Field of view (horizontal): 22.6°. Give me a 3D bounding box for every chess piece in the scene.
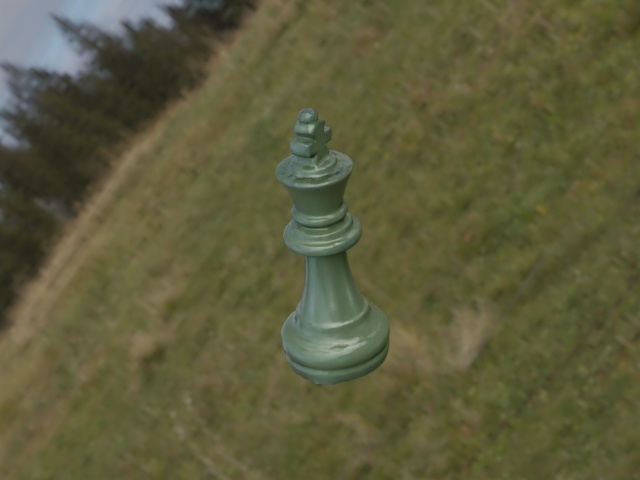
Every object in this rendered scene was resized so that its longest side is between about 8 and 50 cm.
[{"bbox_3d":[0.000,0.000,0.824,0.059,0.059,0.149,-70,-25,-55],"label":"chess piece"}]
